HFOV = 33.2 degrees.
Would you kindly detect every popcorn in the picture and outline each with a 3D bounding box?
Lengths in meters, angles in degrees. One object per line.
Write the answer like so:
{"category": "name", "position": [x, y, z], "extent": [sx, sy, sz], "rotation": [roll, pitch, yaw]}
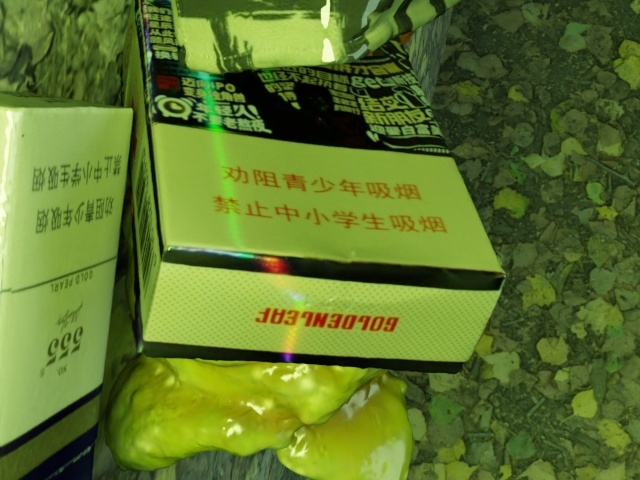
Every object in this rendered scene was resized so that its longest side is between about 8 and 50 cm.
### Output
{"category": "popcorn", "position": [-0.047, 0.068, 0.869], "extent": [0.321, 0.326, 0.290], "rotation": [56, -8, 27]}

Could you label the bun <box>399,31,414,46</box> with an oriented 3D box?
{"category": "bun", "position": [0.043, -0.309, 1.225], "extent": [0.299, 0.165, 0.298], "rotation": [10, 90, -82]}

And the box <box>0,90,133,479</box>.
{"category": "box", "position": [-0.178, 0.046, 0.619], "extent": [0.168, 0.071, 0.259], "rotation": [-29, 129, -78]}

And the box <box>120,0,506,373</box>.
{"category": "box", "position": [-0.023, -0.055, 0.697], "extent": [0.310, 0.198, 0.084], "rotation": [-104, -155, -48]}

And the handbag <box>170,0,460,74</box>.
{"category": "handbag", "position": [0.022, -0.295, 0.683], "extent": [0.327, 0.163, 0.325], "rotation": [-39, 129, -57]}
